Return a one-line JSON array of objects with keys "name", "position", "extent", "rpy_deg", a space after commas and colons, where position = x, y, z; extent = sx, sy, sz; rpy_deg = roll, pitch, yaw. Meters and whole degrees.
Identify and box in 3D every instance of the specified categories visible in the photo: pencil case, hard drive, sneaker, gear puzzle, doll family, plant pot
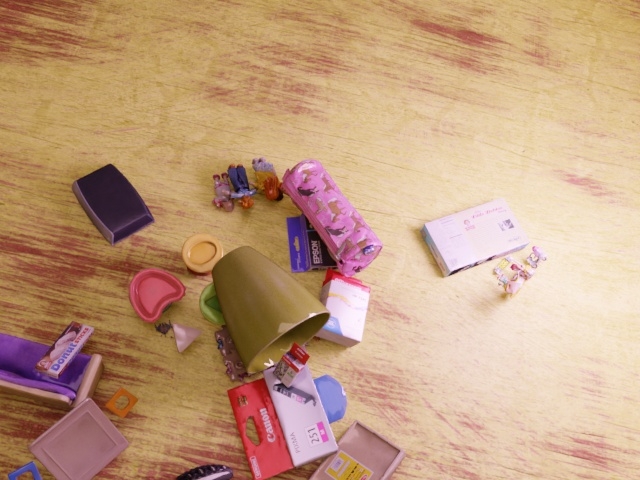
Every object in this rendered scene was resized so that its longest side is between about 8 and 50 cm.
[{"name": "pencil case", "position": [0.031, -0.076, 1.912], "extent": [0.160, 0.167, 0.386], "rpy_deg": [-36, 70, 1]}, {"name": "hard drive", "position": [-0.660, -0.124, 1.938], "extent": [0.172, 0.054, 0.254], "rpy_deg": [-33, 72, -22]}, {"name": "sneaker", "position": [-0.347, 0.664, 1.570], "extent": [0.272, 0.100, 0.107], "rpy_deg": [-24, 91, -21]}, {"name": "gear puzzle", "position": [-0.135, 0.293, 1.817], "extent": [0.339, 0.044, 0.175], "rpy_deg": [-16, 65, -19]}, {"name": "doll family", "position": [-0.229, -0.180, 1.997], "extent": [0.263, 0.118, 0.163], "rpy_deg": [-14, 66, -16]}, {"name": "plant pot", "position": [-0.166, 0.167, 1.695], "extent": [0.275, 0.274, 0.293], "rpy_deg": [-30, 70, -21]}]

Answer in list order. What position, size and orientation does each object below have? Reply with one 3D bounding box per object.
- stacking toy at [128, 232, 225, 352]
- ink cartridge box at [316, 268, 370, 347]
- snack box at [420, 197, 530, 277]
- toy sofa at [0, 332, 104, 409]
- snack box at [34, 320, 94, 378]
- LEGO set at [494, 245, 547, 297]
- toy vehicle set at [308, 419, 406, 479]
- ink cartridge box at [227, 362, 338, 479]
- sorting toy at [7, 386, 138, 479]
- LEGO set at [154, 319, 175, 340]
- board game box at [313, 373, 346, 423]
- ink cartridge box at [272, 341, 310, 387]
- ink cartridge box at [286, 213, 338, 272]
[{"name": "stacking toy", "position": [-0.392, 0.164, 1.813], "extent": [0.309, 0.130, 0.279], "rpy_deg": [-33, 88, -22]}, {"name": "ink cartridge box", "position": [0.069, 0.192, 1.858], "extent": [0.134, 0.078, 0.230], "rpy_deg": [21, 59, -15]}, {"name": "snack box", "position": [0.521, -0.014, 2.060], "extent": [0.322, 0.060, 0.187], "rpy_deg": [-18, 67, -17]}, {"name": "toy sofa", "position": [-0.776, 0.333, 1.618], "extent": [0.363, 0.177, 0.150], "rpy_deg": [15, 61, -1]}, {"name": "snack box", "position": [-0.669, 0.284, 1.605], "extent": [0.064, 0.022, 0.178], "rpy_deg": [18, 36, 2]}, {"name": "LEGO set", "position": [0.615, 0.106, 1.973], "extent": [0.107, 0.132, 0.287], "rpy_deg": [41, 42, 19]}, {"name": "toy vehicle set", "position": [0.084, 0.629, 1.639], "extent": [0.166, 0.035, 0.267], "rpy_deg": [26, 59, 34]}, {"name": "ink cartridge box", "position": [-0.110, 0.490, 1.685], "extent": [0.239, 0.060, 0.275], "rpy_deg": [-18, 65, -10]}, {"name": "sorting toy", "position": [-0.618, 0.521, 1.571], "extent": [0.348, 0.047, 0.195], "rpy_deg": [-40, 118, -24]}, {"name": "LEGO set", "position": [-0.450, 0.264, 1.794], "extent": [0.083, 0.023, 0.054], "rpy_deg": [44, 67, 0]}, {"name": "board game box", "position": [-0.009, 0.467, 1.747], "extent": [0.169, 0.033, 0.133], "rpy_deg": [-21, 67, -8]}, {"name": "ink cartridge box", "position": [-0.080, 0.339, 1.669], "extent": [0.063, 0.115, 0.029], "rpy_deg": [40, 31, 18]}, {"name": "ink cartridge box", "position": [0.000, 0.000, 1.983], "extent": [0.209, 0.045, 0.206], "rpy_deg": [-4, 64, -9]}]
